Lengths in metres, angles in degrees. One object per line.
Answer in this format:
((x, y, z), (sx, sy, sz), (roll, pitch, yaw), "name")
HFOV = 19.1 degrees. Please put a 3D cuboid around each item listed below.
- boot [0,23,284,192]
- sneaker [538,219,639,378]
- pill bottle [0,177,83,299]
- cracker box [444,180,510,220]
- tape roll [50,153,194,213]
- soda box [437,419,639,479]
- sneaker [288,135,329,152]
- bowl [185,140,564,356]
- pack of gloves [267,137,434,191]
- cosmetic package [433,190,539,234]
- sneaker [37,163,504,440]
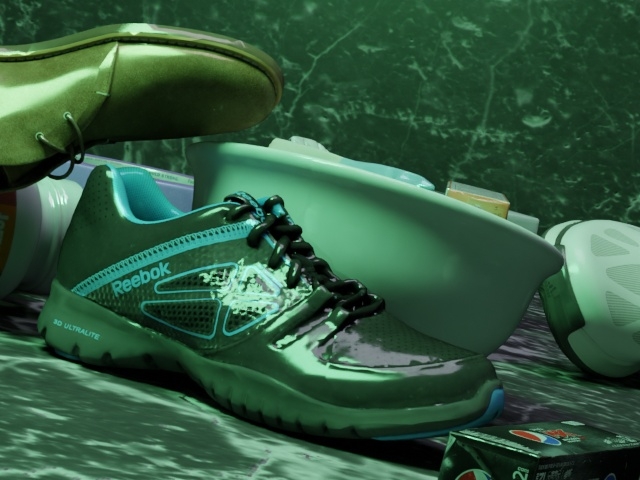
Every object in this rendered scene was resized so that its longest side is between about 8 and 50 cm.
((-0.177, -0.081, 1.347), (0.305, 0.115, 0.112), (-2, -37, -2), "boot")
((0.414, 0.032, 1.910), (0.257, 0.169, 0.447), (-22, -19, 34), "sneaker")
((-0.288, -0.017, 1.430), (0.216, 0.121, 0.121), (9, 5, -34), "pill bottle")
((0.139, 0.025, 1.903), (0.067, 0.155, 0.232), (14, 5, 4), "cracker box")
((-0.215, -0.037, 2.163), (0.275, 0.090, 0.275), (11, 4, -1), "tape roll")
((0.120, 0.134, 1.034), (0.053, 0.060, 0.169), (16, 5, 29), "soda box")
((-0.017, 0.019, 2.039), (0.094, 0.153, 0.235), (6, 46, -53), "sneaker")
((0.023, 0.033, 1.434), (0.298, 0.134, 0.298), (16, -7, 2), "bowl")
((0.000, 0.000, 1.937), (0.232, 0.195, 0.046), (16, -31, 34), "pack of gloves")
((0.087, 0.005, 2.167), (0.224, 0.138, 0.225), (16, 4, 39), "cosmetic package")
((-0.035, 0.042, 1.262), (0.341, 0.139, 0.125), (14, 5, 23), "sneaker")
